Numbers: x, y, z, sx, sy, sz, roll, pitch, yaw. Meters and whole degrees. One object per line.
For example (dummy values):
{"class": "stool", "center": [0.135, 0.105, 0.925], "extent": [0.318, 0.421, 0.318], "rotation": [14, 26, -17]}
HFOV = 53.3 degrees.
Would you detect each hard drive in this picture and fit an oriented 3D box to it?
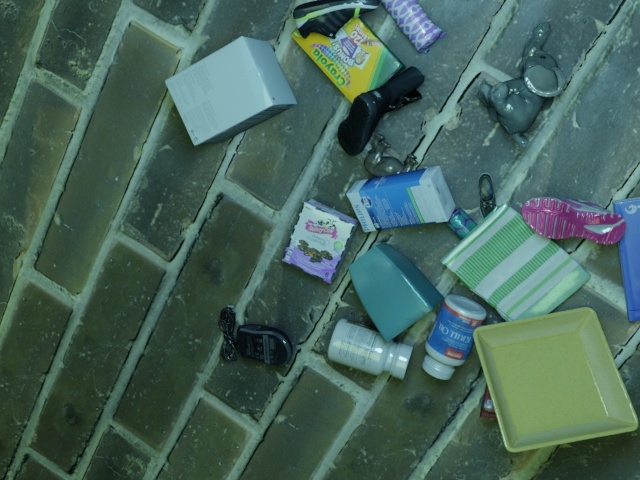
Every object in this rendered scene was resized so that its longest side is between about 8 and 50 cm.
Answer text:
{"class": "hard drive", "center": [0.878, 0.040, 1.621], "extent": [0.210, 0.040, 0.318], "rotation": [-9, 100, 19]}

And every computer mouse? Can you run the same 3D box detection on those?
{"class": "computer mouse", "center": [-0.193, 0.313, 2.010], "extent": [0.272, 0.072, 0.188], "rotation": [10, 108, 28]}

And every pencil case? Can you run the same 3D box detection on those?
{"class": "pencil case", "center": [0.236, -0.591, 1.657], "extent": [0.088, 0.086, 0.206], "rotation": [-38, 92, -13]}
{"class": "pencil case", "center": [0.408, -0.019, 1.742], "extent": [0.064, 0.070, 0.151], "rotation": [-43, 86, -12]}

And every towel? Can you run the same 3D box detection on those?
{"class": "towel", "center": [0.517, 0.078, 1.698], "extent": [0.325, 0.038, 0.248], "rotation": [40, 107, -10]}

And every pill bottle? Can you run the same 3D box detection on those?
{"class": "pill bottle", "center": [0.148, 0.322, 1.866], "extent": [0.230, 0.131, 0.131], "rotation": [17, 107, 13]}
{"class": "pill bottle", "center": [0.369, 0.274, 1.790], "extent": [0.124, 0.124, 0.221], "rotation": [22, 108, 12]}

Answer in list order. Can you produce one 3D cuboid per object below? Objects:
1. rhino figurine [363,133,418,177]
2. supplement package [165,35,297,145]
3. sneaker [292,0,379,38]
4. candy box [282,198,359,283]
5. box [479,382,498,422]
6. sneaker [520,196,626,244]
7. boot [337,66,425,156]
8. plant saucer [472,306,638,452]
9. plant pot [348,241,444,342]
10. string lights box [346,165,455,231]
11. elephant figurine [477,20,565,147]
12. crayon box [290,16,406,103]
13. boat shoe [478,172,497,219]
{"class": "rhino figurine", "center": [0.228, -0.186, 1.756], "extent": [0.243, 0.073, 0.106], "rotation": [33, 115, 5]}
{"class": "supplement package", "center": [-0.245, -0.413, 1.784], "extent": [0.263, 0.198, 0.199], "rotation": [-23, 94, 21]}
{"class": "sneaker", "center": [0.042, -0.575, 1.649], "extent": [0.235, 0.084, 0.097], "rotation": [-3, 124, 19]}
{"class": "candy box", "center": [0.000, 0.000, 1.871], "extent": [0.165, 0.070, 0.196], "rotation": [25, 109, 11]}
{"class": "box", "center": [0.577, 0.450, 1.741], "extent": [0.257, 0.128, 0.122], "rotation": [13, 64, 15]}
{"class": "sneaker", "center": [0.635, -0.056, 1.631], "extent": [0.253, 0.111, 0.102], "rotation": [14, 108, 2]}
{"class": "boot", "center": [0.165, -0.342, 1.700], "extent": [0.094, 0.207, 0.246], "rotation": [53, 155, 14]}
{"class": "plant saucer", "center": [0.597, 0.365, 1.666], "extent": [0.333, 0.081, 0.332], "rotation": [-11, 62, 1]}
{"class": "plant pot", "center": [0.197, 0.131, 1.797], "extent": [0.166, 0.165, 0.234], "rotation": [-41, 80, 21]}
{"class": "string lights box", "center": [0.214, -0.108, 1.718], "extent": [0.260, 0.076, 0.133], "rotation": [-7, 122, 36]}
{"class": "elephant figurine", "center": [0.529, -0.390, 1.582], "extent": [0.239, 0.169, 0.186], "rotation": [-35, 120, 6]}
{"class": "crayon box", "center": [0.075, -0.513, 1.723], "extent": [0.165, 0.081, 0.278], "rotation": [-43, 88, 21]}
{"class": "boat shoe", "center": [0.449, -0.111, 1.720], "extent": [0.049, 0.040, 0.142], "rotation": [-8, 100, 19]}
